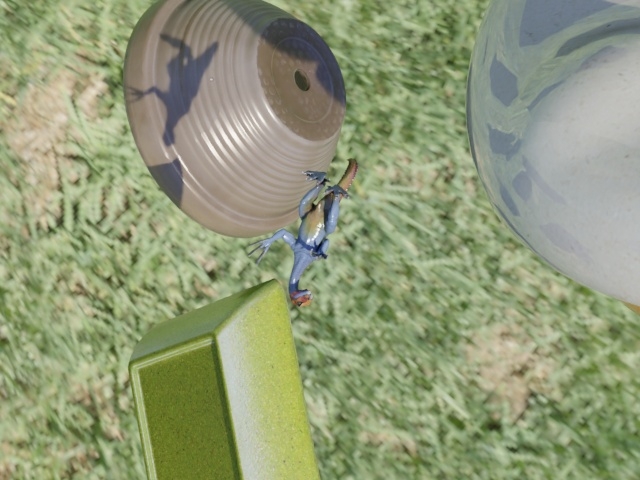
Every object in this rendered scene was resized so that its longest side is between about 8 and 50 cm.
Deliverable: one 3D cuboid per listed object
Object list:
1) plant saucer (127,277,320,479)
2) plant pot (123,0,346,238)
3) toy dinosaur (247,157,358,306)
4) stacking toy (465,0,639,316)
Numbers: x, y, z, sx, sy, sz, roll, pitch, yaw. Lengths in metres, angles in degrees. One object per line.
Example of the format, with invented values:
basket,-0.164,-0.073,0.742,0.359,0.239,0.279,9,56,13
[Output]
plant saucer,-0.079,0.138,1.045,0.045,0.188,0.188,-4,79,-37
plant pot,-0.054,-0.128,1.307,0.237,0.110,0.237,20,62,-44
toy dinosaur,0.000,0.000,0.936,0.090,0.047,0.082,-23,133,-44
stacking toy,0.312,0.025,0.673,0.350,0.350,0.480,-40,125,-6
